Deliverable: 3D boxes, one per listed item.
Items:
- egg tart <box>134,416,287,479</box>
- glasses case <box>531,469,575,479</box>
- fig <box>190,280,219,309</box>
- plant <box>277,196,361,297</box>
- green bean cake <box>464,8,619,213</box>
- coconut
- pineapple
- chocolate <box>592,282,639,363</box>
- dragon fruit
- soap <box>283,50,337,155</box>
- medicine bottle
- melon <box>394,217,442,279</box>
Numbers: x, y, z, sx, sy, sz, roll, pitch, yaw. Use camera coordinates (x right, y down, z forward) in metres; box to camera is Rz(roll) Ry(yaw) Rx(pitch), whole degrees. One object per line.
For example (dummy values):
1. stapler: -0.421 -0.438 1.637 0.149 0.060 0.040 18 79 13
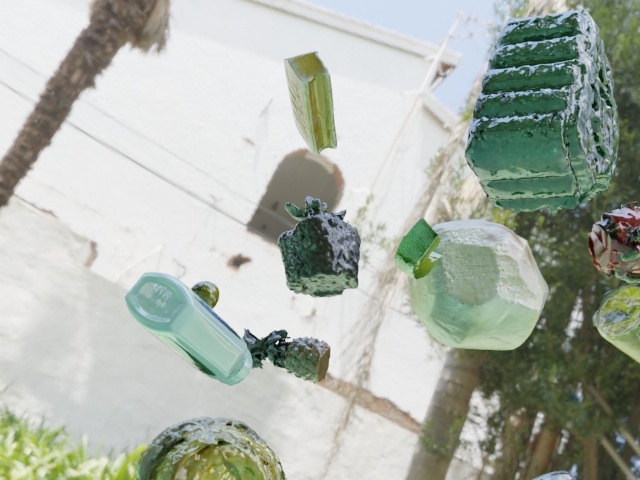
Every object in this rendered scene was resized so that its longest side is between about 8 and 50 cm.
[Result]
1. egg tart: -0.172 0.420 1.239 0.278 0.279 0.095 29 -30 -8
2. glasses case: 0.459 0.640 1.729 0.131 0.074 0.323 -4 -44 -32
3. fig: -0.273 0.129 1.802 0.074 0.088 0.074 11 -65 25
4. plant: 0.000 0.000 2.228 0.215 0.312 0.213 21 -32 -36
5. green bean cake: 0.375 -0.166 1.213 0.169 0.300 0.308 1 -32 32
6. coconut: 0.465 0.121 2.170 0.415 0.415 0.344 30 -20 -9
7. pineapple: -0.098 0.277 1.857 0.237 0.119 0.111 12 -29 16
8. chocolate: 0.893 0.280 1.902 0.445 0.162 0.162 35 -25 -21
9. dragon fruit: 0.636 0.002 1.507 0.172 0.160 0.166 -13 -3 -8
10. soap: -0.022 -0.316 1.678 0.232 0.073 0.140 81 -17 -55
11. medicine bottle: -0.178 0.138 1.106 0.121 0.083 0.229 25 -17 38
12. melon: 0.241 0.034 1.840 0.064 0.118 0.209 43 -4 24
